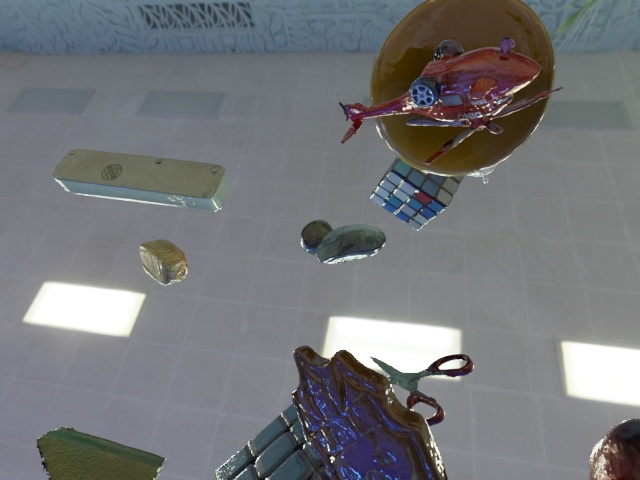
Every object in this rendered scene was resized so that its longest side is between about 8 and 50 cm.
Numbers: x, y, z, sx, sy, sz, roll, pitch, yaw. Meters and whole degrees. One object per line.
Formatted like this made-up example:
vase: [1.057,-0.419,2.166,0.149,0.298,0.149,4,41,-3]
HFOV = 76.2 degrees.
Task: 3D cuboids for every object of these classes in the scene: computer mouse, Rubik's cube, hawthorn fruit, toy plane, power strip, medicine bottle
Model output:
computer mouse: [0.072,0.003,1.163,0.229,0.068,0.113,-11,-137,27]
Rubik's cube: [0.232,-0.143,0.965,0.151,0.155,0.154,36,-111,0]
hawthorn fruit: [0.622,0.457,0.767,0.216,0.249,0.215,9,-149,-6]
toy plane: [0.099,-0.135,0.378,0.126,0.077,0.194,-44,-145,-11]
Rubik's cube: [-0.008,0.554,0.857,0.301,0.305,0.303,-38,-81,-18]
power strip: [-0.386,-0.130,0.863,0.386,0.062,0.090,8,-120,9]
medicine bottle: [0.195,-0.243,0.635,0.238,0.237,0.231,-1,-155,6]

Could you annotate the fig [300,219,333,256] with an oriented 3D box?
fig: [0.000,0.000,1.409,0.124,0.156,0.123,-5,-106,19]

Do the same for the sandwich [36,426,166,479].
sandwich: [-0.434,0.483,0.847,0.212,0.063,0.244,-14,-87,-9]

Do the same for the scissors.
scissors: [0.147,0.252,0.741,0.144,0.248,0.017,-42,-74,-31]

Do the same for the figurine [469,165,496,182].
figurine: [0.541,-0.329,1.424,0.182,0.145,0.256,-1,-92,27]

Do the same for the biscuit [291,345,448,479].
biscuit: [0.034,0.217,0.481,0.034,0.182,0.215,-22,-115,-47]

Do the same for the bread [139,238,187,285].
bread: [-0.572,0.076,1.500,0.106,0.139,0.237,-18,-151,-39]
